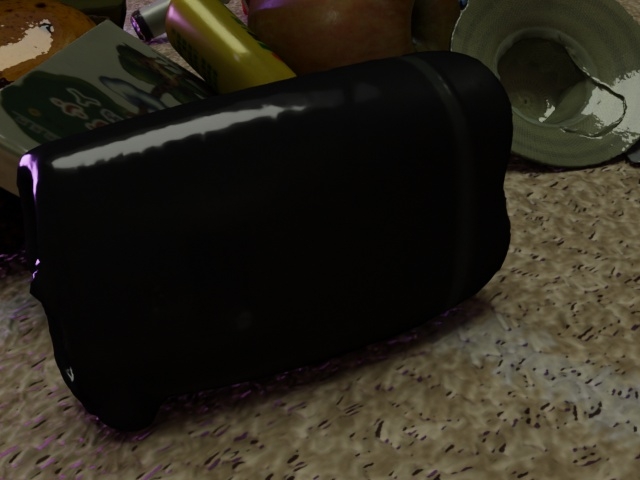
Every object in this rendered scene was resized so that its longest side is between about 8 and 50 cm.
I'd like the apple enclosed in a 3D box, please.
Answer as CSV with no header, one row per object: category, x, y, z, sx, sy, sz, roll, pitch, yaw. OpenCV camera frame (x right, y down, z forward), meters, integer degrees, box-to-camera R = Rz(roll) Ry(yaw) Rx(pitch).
apple,0.033,-0.247,0.963,0.264,0.264,0.264,-3,27,1

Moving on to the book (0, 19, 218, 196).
book,-0.147,-0.093,0.758,0.260,0.043,0.371,31,25,-12

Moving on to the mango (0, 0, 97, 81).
mango,-0.389,-0.195,0.992,0.290,0.160,0.191,-32,72,-38

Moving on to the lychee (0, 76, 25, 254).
lychee,-0.332,-0.068,0.740,0.188,0.188,0.188,-3,27,1

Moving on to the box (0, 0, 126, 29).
box,-0.514,-0.359,1.229,0.420,0.138,0.373,-11,7,-15

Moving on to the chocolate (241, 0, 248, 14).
chocolate,-0.068,-0.581,1.644,0.235,0.237,0.108,3,40,11

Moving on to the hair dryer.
hair dryer,-0.213,-0.469,1.529,0.362,0.203,0.128,-29,31,-8

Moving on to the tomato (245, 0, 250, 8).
tomato,0.027,-0.375,1.324,0.338,0.143,0.338,1,25,0

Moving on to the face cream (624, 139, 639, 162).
face cream,0.451,-0.123,0.892,0.224,0.070,0.114,-11,24,12

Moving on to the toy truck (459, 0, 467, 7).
toy truck,0.298,-0.511,1.661,0.090,0.056,0.073,-8,29,-39

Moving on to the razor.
razor,-0.021,-0.008,0.552,0.349,0.204,0.113,-18,25,-23

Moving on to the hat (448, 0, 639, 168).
hat,0.256,-0.183,0.946,0.252,0.252,0.110,-9,-15,-11

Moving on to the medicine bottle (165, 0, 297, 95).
medicine bottle,-0.055,-0.152,0.853,0.076,0.111,0.309,-42,70,-1
